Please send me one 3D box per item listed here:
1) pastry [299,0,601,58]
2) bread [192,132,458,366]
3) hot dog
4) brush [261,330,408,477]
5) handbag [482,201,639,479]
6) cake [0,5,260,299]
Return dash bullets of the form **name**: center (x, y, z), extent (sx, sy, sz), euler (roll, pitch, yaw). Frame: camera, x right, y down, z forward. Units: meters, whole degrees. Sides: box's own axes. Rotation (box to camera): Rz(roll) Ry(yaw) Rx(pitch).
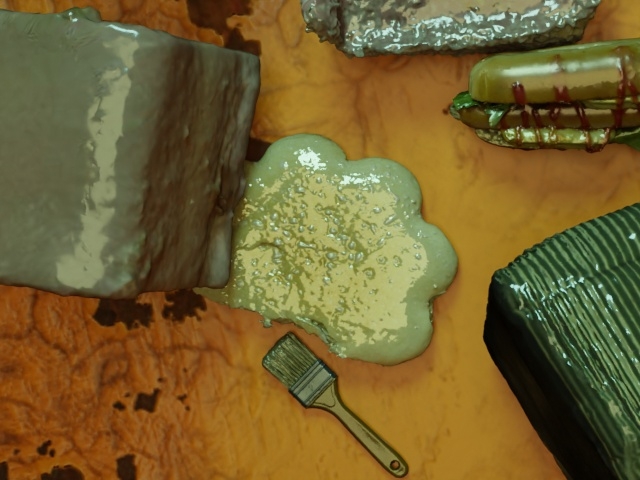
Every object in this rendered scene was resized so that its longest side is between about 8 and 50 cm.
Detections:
- **pastry**: center (0.113, -0.207, 1.310), extent (0.265, 0.112, 0.102), euler (-1, 82, -3)
- **bread**: center (0.000, 0.000, 1.364), extent (0.251, 0.039, 0.181), euler (22, 96, 8)
- **hot dog**: center (0.236, -0.119, 1.294), extent (0.250, 0.104, 0.076), euler (-5, 52, 5)
- **brush**: center (0.017, 0.155, 1.381), extent (0.170, 0.014, 0.043), euler (44, 96, 3)
- **handbag**: center (0.280, 0.092, 1.192), extent (0.240, 0.340, 0.247), euler (-28, 74, -3)
- **cake**: center (-0.234, -0.077, 1.286), extent (0.309, 0.237, 0.230), euler (6, 90, 19)
